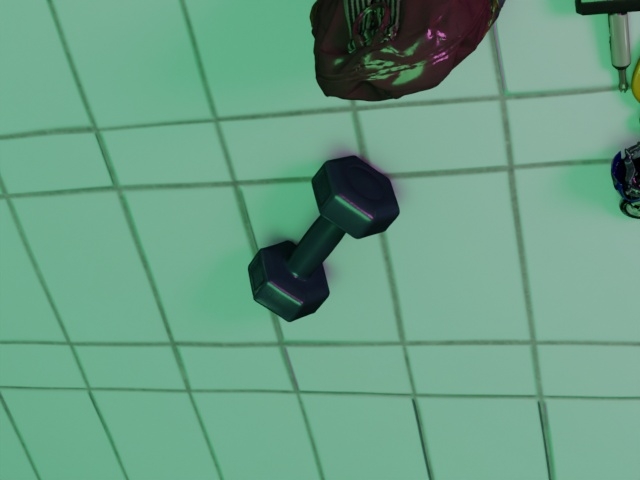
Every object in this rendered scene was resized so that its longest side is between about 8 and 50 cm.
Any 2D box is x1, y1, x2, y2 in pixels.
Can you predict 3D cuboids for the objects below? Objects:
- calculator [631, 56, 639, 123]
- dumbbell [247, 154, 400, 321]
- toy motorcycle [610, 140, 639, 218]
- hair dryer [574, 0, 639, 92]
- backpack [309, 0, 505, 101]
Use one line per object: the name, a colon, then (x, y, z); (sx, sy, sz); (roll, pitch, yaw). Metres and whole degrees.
calculator: (0.547, -0.255, 1.541); (0.146, 0.032, 0.235); (22, 126, 3)
dumbbell: (-0.001, 0.000, 1.830); (0.144, 0.156, 0.316); (52, 128, 18)
toy motorcycle: (0.550, -0.108, 1.560); (0.168, 0.113, 0.315); (20, 151, -26)
hair dryer: (0.436, -0.302, 1.538); (0.100, 0.057, 0.198); (-2, 128, 22)
backpack: (0.106, -0.316, 1.469); (0.283, 0.317, 0.197); (-8, 122, 24)
